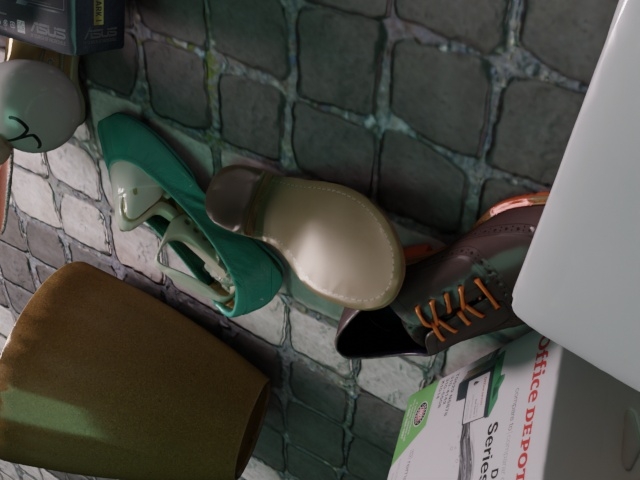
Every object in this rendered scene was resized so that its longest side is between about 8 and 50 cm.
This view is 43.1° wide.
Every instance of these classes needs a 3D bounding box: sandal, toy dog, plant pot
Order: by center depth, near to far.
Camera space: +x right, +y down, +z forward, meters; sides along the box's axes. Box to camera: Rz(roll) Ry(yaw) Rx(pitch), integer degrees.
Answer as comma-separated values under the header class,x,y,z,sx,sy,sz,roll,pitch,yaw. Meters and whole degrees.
class,x,y,z,sx,sy,sz,roll,pitch,yaw
sandal,0.003,-0.006,0.696,0.240,0.088,0.079,26,-176,41
toy dog,-0.355,-0.096,0.709,0.220,0.161,0.333,40,158,-22
plant pot,-0.193,0.172,0.911,0.254,0.237,0.237,17,135,9

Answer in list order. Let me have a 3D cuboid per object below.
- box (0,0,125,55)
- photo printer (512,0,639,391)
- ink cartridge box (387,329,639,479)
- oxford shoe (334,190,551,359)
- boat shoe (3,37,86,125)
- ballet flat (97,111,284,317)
class,x,y,z,sx,sy,sz,roll,pitch,yaw
box,-0.258,-0.263,0.650,0.232,0.059,0.183,19,118,26
photo printer,0.260,0.011,0.365,0.307,0.107,0.256,31,141,22
ink cartridge box,0.148,0.174,0.643,0.092,0.160,0.219,31,141,-12
oxford shoe,0.117,0.043,0.612,0.097,0.098,0.271,52,139,-9
boat shoe,-0.268,-0.172,0.763,0.068,0.072,0.190,22,136,24
ballet flat,-0.143,-0.021,0.781,0.247,0.087,0.083,45,141,-1
